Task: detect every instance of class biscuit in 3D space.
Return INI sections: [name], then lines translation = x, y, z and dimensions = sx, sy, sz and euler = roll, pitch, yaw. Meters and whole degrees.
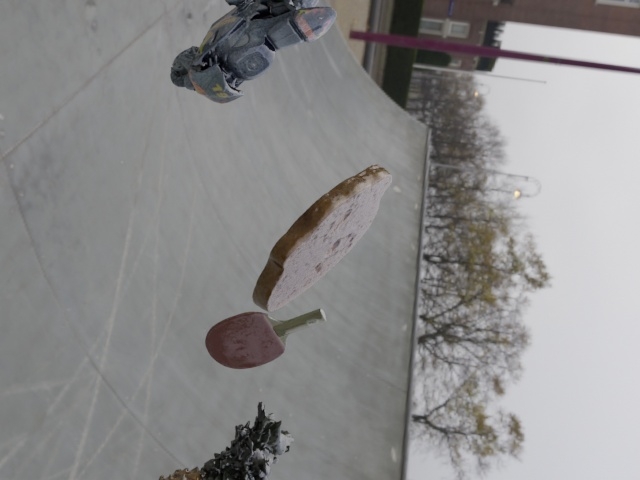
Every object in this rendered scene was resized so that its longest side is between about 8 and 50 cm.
[biscuit]
translation = -0.001, -0.001, 0.960
dimensions = 0.273, 0.049, 0.257
euler = -40, 163, -32

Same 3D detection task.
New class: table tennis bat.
[table tennis bat]
translation = -0.068, 0.116, 0.737
dimensions = 0.013, 0.157, 0.087
euler = -93, 159, -57

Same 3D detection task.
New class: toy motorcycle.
[toy motorcycle]
translation = -0.122, -0.327, 0.989
dimensions = 0.108, 0.307, 0.173
euler = 45, 21, -49

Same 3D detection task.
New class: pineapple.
[pineapple]
translation = -0.188, 0.422, 0.943
dimensions = 0.362, 0.202, 0.202
euler = -48, 162, -21
